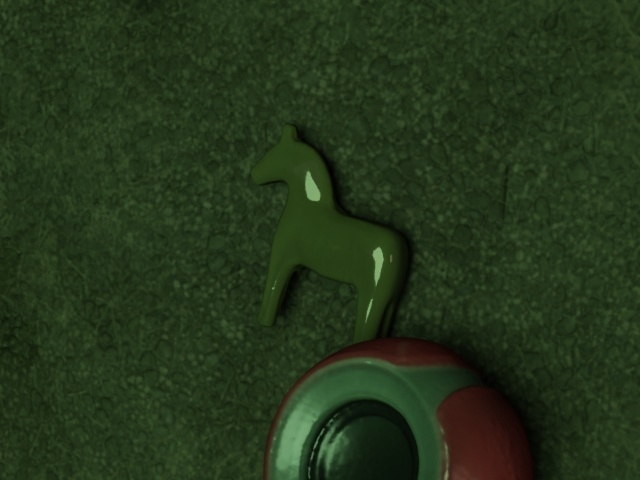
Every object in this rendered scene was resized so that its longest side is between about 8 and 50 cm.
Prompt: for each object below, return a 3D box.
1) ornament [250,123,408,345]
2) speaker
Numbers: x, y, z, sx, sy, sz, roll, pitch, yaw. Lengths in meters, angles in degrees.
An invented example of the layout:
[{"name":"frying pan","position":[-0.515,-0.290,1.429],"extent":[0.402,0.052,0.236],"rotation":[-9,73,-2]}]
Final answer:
[{"name":"ornament","position":[0.000,0.000,1.768],"extent":[0.230,0.061,0.244],"rotation":[20,102,28]},{"name":"speaker","position":[0.079,0.248,1.622],"extent":[0.294,0.294,0.294],"rotation":[1,93,28]}]
